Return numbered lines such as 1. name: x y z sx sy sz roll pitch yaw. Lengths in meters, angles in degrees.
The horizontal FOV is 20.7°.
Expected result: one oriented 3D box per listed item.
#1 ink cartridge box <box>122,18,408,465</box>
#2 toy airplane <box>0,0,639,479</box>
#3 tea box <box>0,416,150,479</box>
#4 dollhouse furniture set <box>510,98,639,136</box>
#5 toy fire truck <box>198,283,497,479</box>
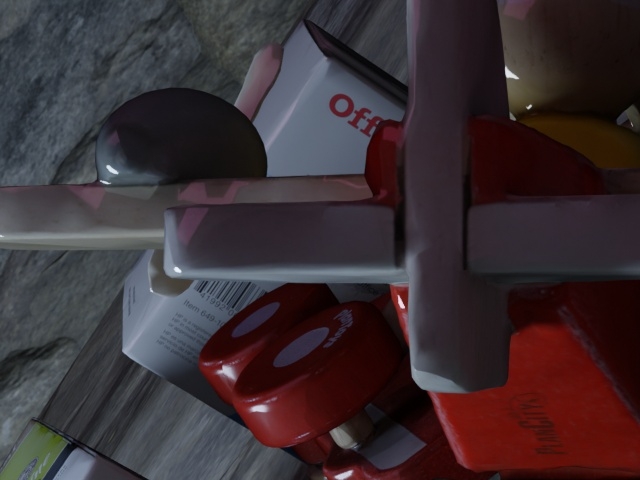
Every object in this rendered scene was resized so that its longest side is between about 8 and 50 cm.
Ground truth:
1. ink cartridge box: 0.000 0.000 1.373 0.270 0.198 0.197 -55 14 9
2. toy airplane: 0.087 -0.018 0.724 0.384 0.386 0.272 -33 44 56
3. tea box: -0.178 0.326 1.238 0.329 0.220 0.323 -60 15 -8
4. dollhouse furniture set: 0.190 -0.086 1.064 0.182 0.101 0.161 -11 16 38
5. toy fire truck: 0.080 0.077 1.080 0.254 0.169 0.302 -35 13 -7
